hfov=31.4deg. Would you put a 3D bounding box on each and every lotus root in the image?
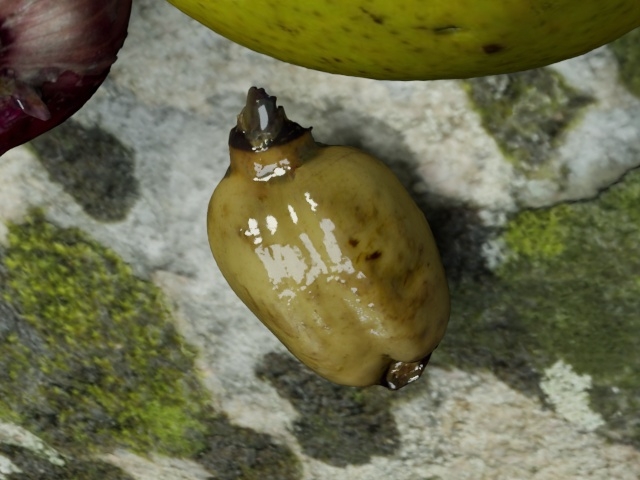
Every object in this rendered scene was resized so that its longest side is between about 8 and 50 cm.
[{"bbox_3d":[0.000,0.000,0.701,0.125,0.118,0.221,-33,113,1],"label":"lotus root"}]

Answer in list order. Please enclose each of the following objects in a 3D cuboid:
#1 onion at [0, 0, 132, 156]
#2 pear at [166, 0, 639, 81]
[{"bbox_3d":[-0.224,-0.154,0.604,0.219,0.252,0.252,48,150,41],"label":"onion"},{"bbox_3d":[0.030,-0.192,0.428,0.294,0.294,0.294,10,130,12],"label":"pear"}]
